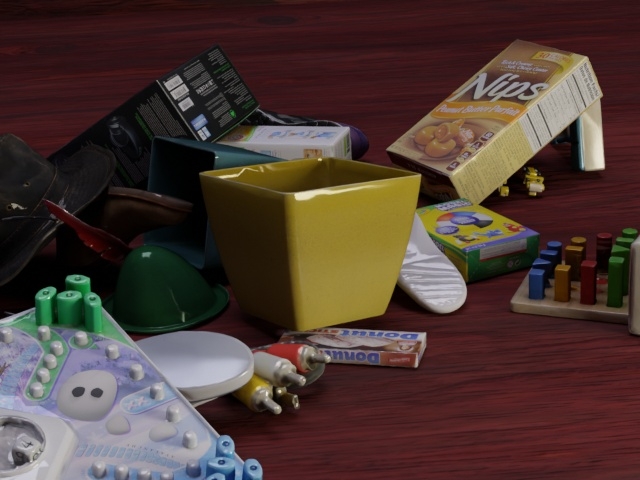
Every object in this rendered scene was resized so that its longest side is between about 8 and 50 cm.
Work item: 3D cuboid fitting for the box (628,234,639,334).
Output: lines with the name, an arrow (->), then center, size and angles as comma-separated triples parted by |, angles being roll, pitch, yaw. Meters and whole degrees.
box -> 0.497, 0.032, 1.741 | 0.148, 0.127, 0.232 | 9, 23, 29

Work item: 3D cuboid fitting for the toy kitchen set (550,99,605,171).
toy kitchen set -> 0.380, -0.172, 2.362 | 0.166, 0.122, 0.207 | -5, 1, -4

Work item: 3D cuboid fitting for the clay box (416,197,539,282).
clay box -> 0.202, -0.008, 1.989 | 0.127, 0.053, 0.222 | -13, 24, -26

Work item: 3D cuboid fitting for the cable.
cable -> -0.111, 0.135, 1.616 | 0.287, 0.072, 0.139 | 15, 39, 36

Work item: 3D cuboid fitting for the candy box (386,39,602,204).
candy box -> 0.284, -0.193, 2.240 | 0.316, 0.088, 0.183 | -41, 34, -15

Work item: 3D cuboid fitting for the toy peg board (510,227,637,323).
toy peg board -> 0.349, 0.036, 1.816 | 0.160, 0.079, 0.161 | 6, 22, 21

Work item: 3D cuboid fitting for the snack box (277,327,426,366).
snack box -> 0.038, 0.131, 1.690 | 0.178, 0.022, 0.064 | 2, 20, 14

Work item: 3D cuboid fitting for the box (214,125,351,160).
box -> -0.058, -0.121, 2.234 | 0.203, 0.114, 0.103 | 3, 22, 18

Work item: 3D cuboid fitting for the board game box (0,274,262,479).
board game box -> -0.310, 0.201, 1.344 | 0.389, 0.050, 0.390 | -20, 43, -31

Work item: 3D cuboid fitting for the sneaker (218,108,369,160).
sneaker -> -0.049, -0.176, 2.441 | 0.283, 0.107, 0.124 | 13, 11, 27

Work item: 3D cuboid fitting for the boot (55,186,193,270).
boot -> -0.280, -0.014, 1.914 | 0.112, 0.115, 0.305 | 19, -14, -35

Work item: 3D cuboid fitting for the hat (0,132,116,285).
hat -> -0.451, -0.057, 1.894 | 0.331, 0.134, 0.331 | -32, 23, 15

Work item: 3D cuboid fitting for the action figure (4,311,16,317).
action figure -> -0.382, 0.158, 1.584 | 0.185, 0.099, 0.285 | 5, 17, 40

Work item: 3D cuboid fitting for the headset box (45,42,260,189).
headset box -> -0.279, -0.170, 2.223 | 0.283, 0.131, 0.246 | -30, 8, 27

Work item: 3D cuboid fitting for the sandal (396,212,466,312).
sandal -> 0.111, 0.030, 1.891 | 0.101, 0.076, 0.265 | -19, 46, -16

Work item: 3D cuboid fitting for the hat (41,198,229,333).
hat -> -0.225, 0.010, 1.815 | 0.172, 0.184, 0.208 | 9, 24, 30

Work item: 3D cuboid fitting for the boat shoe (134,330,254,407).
boat shoe -> -0.199, 0.167, 1.525 | 0.258, 0.084, 0.095 | -7, 43, 0

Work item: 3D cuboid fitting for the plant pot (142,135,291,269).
plant pot -> -0.112, -0.058, 2.000 | 0.234, 0.166, 0.165 | -2, 12, -39

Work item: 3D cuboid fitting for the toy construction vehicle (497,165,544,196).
toy construction vehicle -> 0.323, -0.093, 2.235 | 0.085, 0.035, 0.098 | 6, 22, -8

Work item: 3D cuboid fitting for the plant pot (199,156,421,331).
plant pot -> -0.014, 0.004, 1.765 | 0.212, 0.187, 0.212 | -9, 15, -34
